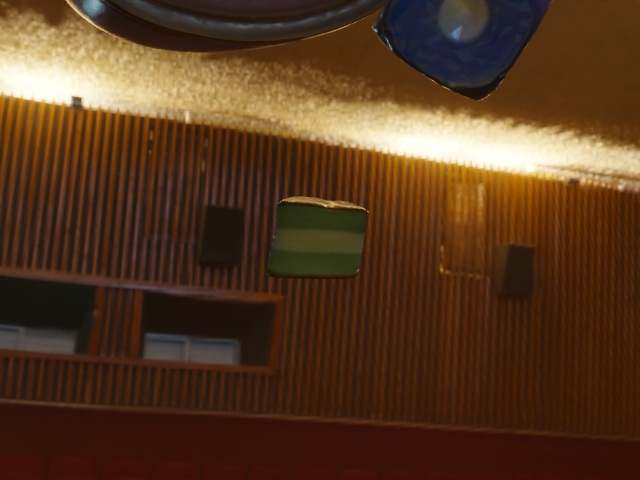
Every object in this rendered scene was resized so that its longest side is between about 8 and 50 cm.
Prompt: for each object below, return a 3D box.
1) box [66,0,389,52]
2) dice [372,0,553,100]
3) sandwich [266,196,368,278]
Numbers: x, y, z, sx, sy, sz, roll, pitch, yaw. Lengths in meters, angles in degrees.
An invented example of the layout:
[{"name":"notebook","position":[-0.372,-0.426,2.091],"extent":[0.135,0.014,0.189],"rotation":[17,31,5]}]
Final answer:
[{"name":"box","position":[-0.085,-0.276,0.627],"extent":[0.300,0.301,0.216],"rotation":[11,2,-23]},{"name":"dice","position":[0.145,-0.239,0.909],"extent":[0.146,0.146,0.143],"rotation":[32,-64,-4]},{"name":"sandwich","position":[0.000,0.000,0.796],"extent":[0.074,0.074,0.116],"rotation":[10,4,5]}]
